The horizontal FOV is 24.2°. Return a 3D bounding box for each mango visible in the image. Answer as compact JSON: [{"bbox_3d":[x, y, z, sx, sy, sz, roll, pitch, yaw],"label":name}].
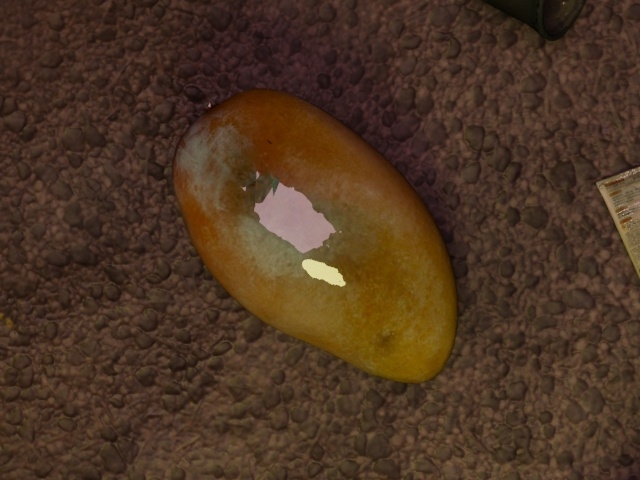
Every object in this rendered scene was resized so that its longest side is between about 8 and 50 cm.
[{"bbox_3d":[0.000,0.000,1.588,0.221,0.199,0.384,-41,92,-2],"label":"mango"}]

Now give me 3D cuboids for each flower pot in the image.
[{"bbox_3d":[0.227,-0.304,1.605,0.107,0.157,0.157,24,89,25],"label":"flower pot"}]

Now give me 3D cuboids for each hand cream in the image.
[{"bbox_3d":[0.345,-0.009,1.607,0.061,0.039,0.143,-20,72,14],"label":"hand cream"}]
